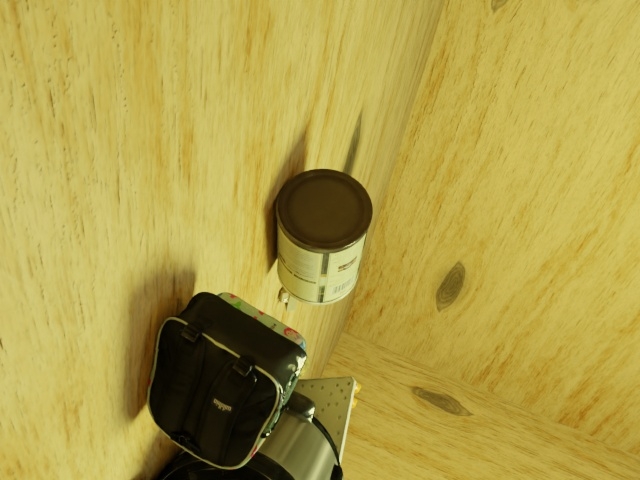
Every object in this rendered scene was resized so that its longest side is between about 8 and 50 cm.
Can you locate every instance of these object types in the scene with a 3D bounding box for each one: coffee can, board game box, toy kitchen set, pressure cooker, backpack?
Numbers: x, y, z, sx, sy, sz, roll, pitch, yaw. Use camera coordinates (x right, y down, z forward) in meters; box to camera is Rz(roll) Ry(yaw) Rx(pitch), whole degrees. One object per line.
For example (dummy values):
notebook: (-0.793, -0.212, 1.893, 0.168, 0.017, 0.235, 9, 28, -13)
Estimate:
coffee can: (0.000, 0.000, 1.411, 0.275, 0.202, 0.201, 97, 18, -60)
board game box: (-0.076, 0.581, 1.751, 0.050, 0.390, 0.389, 38, 53, -36)
toy kitchen set: (-0.091, 0.149, 1.767, 0.083, 0.075, 0.068, -8, 126, -32)
pressure cooker: (-0.141, 0.548, 1.389, 0.375, 0.370, 0.420, 66, 13, 0)
backpack: (-0.154, 0.224, 1.000, 0.191, 0.225, 0.253, -39, 154, -62)

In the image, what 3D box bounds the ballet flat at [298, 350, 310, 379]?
ballet flat: (-0.125, 0.452, 2.073, 0.348, 0.123, 0.123, -49, 159, -62)
